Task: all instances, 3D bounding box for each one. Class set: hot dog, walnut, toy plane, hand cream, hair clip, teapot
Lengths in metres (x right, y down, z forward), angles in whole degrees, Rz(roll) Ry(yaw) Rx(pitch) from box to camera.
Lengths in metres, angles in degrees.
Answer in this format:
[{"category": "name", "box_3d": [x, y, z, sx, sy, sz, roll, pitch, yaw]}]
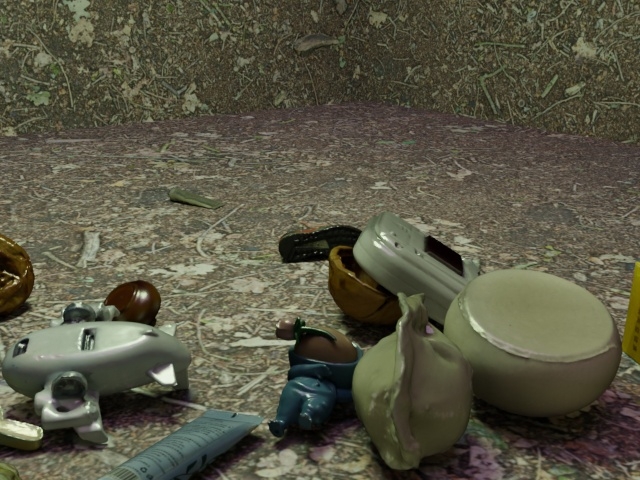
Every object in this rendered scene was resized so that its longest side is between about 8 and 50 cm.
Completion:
[{"category": "hot dog", "box_3d": [-0.615, 0.061, 1.307, 0.227, 0.160, 0.099, -5, -20, 5]}, {"category": "walnut", "box_3d": [0.076, 0.089, 1.287, 0.167, 0.087, 0.211, 24, 14, -11]}, {"category": "toy plane", "box_3d": [-0.297, 0.168, 1.018, 0.245, 0.117, 0.244, 1, 37, 0]}, {"category": "hand cream", "box_3d": [-0.334, -0.108, 2.005, 0.165, 0.037, 0.057, 16, 22, 21]}, {"category": "hand cream", "box_3d": [-0.171, 0.252, 0.855, 0.091, 0.058, 0.271, -3, 11, 29]}, {"category": "hair clip", "box_3d": [-0.413, 0.227, 0.894, 0.159, 0.071, 0.218, -2, 23, -30]}, {"category": "teapot", "box_3d": [-0.305, 0.116, 1.243, 0.129, 0.078, 0.098, -1, 52, 46]}]

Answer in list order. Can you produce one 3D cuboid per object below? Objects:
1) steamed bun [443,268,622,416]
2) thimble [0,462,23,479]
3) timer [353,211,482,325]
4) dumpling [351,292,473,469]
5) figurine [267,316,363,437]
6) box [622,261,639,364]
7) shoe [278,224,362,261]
[{"category": "steamed bun", "box_3d": [0.279, 0.151, 1.028, 0.232, 0.145, 0.231, 3, 32, -2]}, {"category": "thimble", "box_3d": [-0.328, 0.279, 0.626, 0.144, 0.137, 0.190, -3, 29, -11]}, {"category": "timer", "box_3d": [0.174, 0.044, 1.286, 0.237, 0.087, 0.262, 32, 15, 1]}, {"category": "dumpling", "box_3d": [0.110, 0.160, 0.916, 0.147, 0.192, 0.258, 2, 24, 11]}, {"category": "figurine", "box_3d": [-0.006, 0.169, 0.982, 0.114, 0.144, 0.178, -1, 27, 25]}, {"category": "box", "box_3d": [0.514, 0.142, 1.051, 0.044, 0.152, 0.269, -2, 19, -10]}, {"category": "shoe", "box_3d": [0.002, 0.000, 1.611, 0.195, 0.074, 0.077, -6, 14, -12]}]
